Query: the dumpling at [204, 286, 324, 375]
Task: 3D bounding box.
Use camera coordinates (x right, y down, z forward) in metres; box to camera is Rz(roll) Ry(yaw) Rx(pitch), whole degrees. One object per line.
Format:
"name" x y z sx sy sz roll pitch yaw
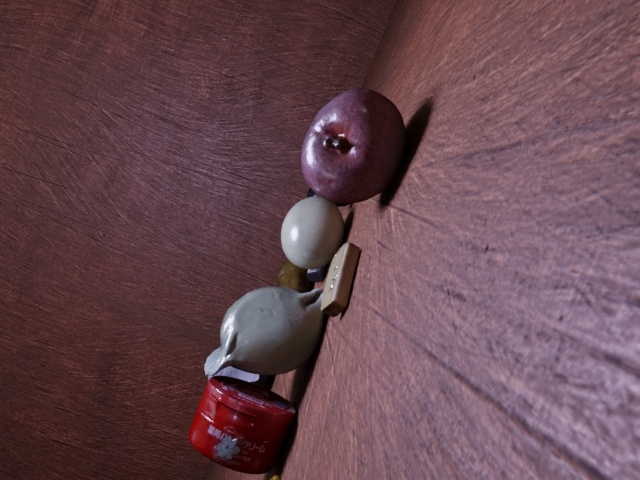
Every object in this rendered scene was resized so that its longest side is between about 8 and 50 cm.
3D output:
"dumpling" -0.127 0.215 1.395 0.270 0.320 0.212 -141 58 -67

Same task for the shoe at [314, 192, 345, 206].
"shoe" 0.071 -0.294 1.851 0.384 0.171 0.237 -80 6 -59

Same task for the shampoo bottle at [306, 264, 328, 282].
"shampoo bottle" 0.003 0.042 1.788 0.057 0.063 0.208 -47 19 44

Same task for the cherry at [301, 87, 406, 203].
"cherry" 0.080 -0.208 1.252 0.261 0.221 0.307 -58 -5 17

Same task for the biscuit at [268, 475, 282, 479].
"biscuit" -0.126 0.575 1.093 0.183 0.039 0.174 -73 8 -48

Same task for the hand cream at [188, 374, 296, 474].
"hand cream" -0.181 0.422 1.280 0.230 0.230 0.149 -164 96 -85

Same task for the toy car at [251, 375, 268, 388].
"toy car" -0.242 0.521 2.171 0.108 0.089 0.210 120 168 -53

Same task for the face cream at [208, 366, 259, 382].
"face cream" -0.306 0.482 2.123 0.420 0.137 0.235 -39 29 46

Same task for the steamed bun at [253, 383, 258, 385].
"steamed bun" -0.280 0.617 1.926 0.218 0.144 0.211 -36 -5 -30

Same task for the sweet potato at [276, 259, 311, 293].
"sweet potato" -0.094 0.195 1.886 0.423 0.130 0.131 -89 20 -51

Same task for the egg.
"egg" -0.022 -0.026 1.643 0.253 0.186 0.187 -77 10 -45

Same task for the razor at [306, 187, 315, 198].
"razor" -0.002 -0.165 2.373 0.349 0.113 0.204 -87 19 -69

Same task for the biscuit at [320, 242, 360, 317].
"biscuit" 0.048 0.085 1.256 0.056 0.052 0.188 -39 25 44
